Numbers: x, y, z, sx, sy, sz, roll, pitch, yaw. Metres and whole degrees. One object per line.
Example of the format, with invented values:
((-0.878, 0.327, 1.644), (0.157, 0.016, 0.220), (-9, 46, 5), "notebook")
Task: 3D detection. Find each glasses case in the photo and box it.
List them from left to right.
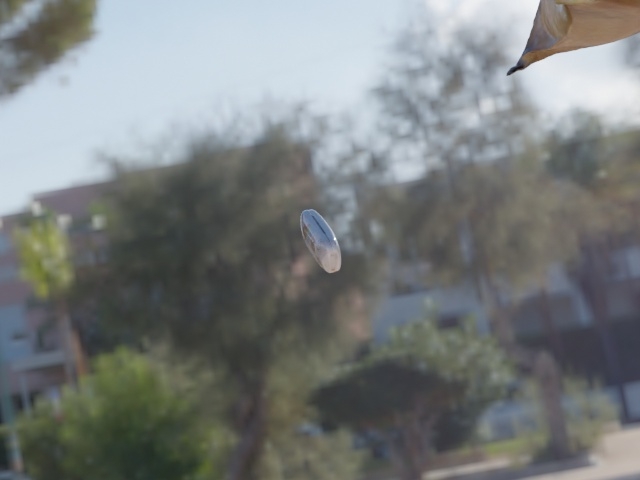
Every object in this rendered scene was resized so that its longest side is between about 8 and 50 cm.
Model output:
((0.000, 0.000, 1.610), (0.021, 0.032, 0.083), (-11, 28, -13), "glasses case")

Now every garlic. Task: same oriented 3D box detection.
((0.235, -0.214, 1.547), (0.115, 0.128, 0.206), (13, -17, 0), "garlic")
